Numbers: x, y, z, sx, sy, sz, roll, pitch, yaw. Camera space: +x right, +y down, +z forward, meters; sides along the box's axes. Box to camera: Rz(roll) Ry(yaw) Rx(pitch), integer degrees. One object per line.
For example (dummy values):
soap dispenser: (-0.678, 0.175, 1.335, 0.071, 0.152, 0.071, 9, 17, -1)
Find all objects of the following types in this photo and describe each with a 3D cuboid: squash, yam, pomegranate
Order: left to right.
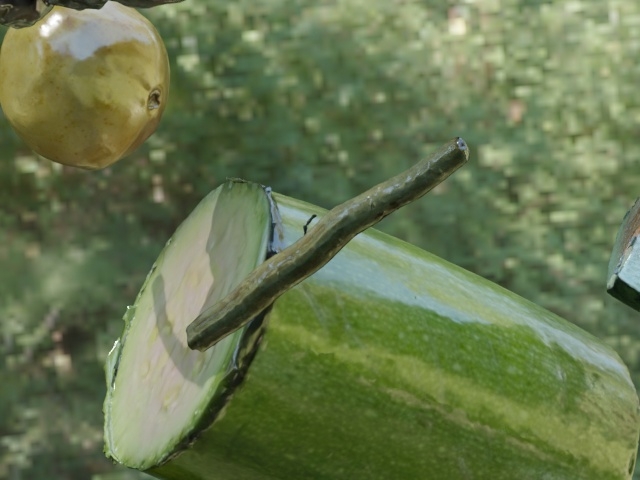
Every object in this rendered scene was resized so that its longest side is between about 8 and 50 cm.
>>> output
pomegranate: (-0.292, -0.204, 2.469, 0.233, 0.233, 0.233, -5, 6, 1)
yam: (0.000, 0.001, 1.210, 0.234, 0.027, 0.029, -36, 18, 27)
squash: (0.039, 0.126, 1.608, 0.384, 0.263, 0.263, 25, -9, -28)

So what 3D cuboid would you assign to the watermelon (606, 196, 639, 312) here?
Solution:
watermelon: (0.335, -0.025, 1.540, 0.213, 0.201, 0.261, 13, 9, 1)

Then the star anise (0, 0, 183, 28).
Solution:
star anise: (-0.198, -0.230, 1.426, 0.316, 0.139, 0.359, 11, 17, -21)
